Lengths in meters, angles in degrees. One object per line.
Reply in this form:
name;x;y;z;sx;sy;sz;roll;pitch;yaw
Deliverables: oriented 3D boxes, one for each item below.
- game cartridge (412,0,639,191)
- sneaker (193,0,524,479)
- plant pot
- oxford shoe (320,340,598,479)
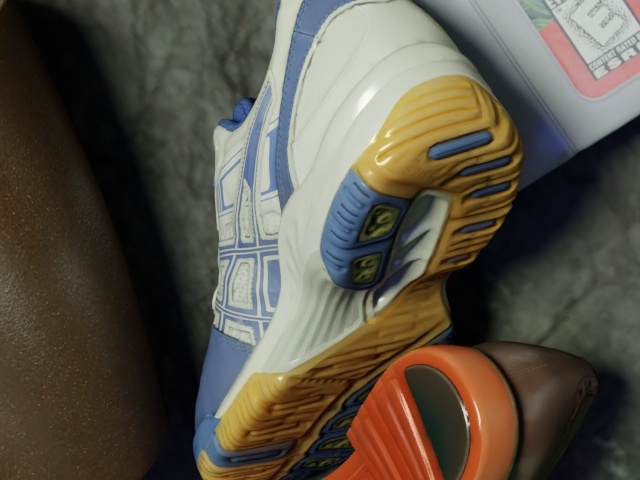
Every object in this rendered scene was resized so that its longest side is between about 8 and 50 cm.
game cartridge;0.131;-0.165;0.794;0.294;0.060;0.196;-34;91;24
sneaker;0.000;0.000;0.858;0.131;0.112;0.296;60;143;30
plant pot;-0.178;0.029;0.889;0.215;0.215;0.230;-23;114;23
oxford shoe;0.043;0.145;0.900;0.271;0.098;0.097;-52;55;43
